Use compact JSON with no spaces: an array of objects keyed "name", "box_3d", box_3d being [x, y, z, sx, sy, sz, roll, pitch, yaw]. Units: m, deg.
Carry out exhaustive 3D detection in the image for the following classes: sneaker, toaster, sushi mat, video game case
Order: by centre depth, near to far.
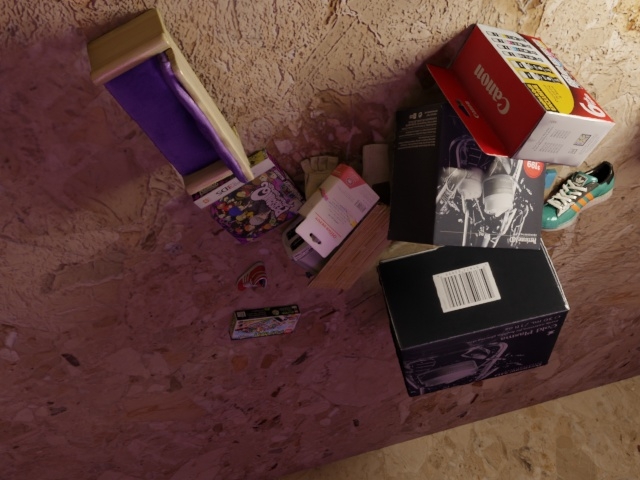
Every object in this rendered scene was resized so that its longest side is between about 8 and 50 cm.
[{"name":"video game case","box_3d":[-0.163,-0.099,1.584,0.210,0.042,0.232,-28,144,11]},{"name":"sushi mat","box_3d":[0.106,0.021,1.679,0.151,0.019,0.316,11,130,-41]},{"name":"toaster","box_3d":[0.000,0.000,1.725,0.227,0.129,0.146,-38,137,19]},{"name":"sneaker","box_3d":[-0.192,0.120,1.826,0.042,0.067,0.118,16,129,-40]},{"name":"sneaker","box_3d":[0.754,-0.140,1.944,0.302,0.108,0.121,-31,135,-17]}]

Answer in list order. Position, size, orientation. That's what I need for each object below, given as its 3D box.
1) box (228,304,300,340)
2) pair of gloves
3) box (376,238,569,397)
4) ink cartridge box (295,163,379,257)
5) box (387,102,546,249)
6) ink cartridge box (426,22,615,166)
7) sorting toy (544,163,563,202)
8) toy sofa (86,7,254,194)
[{"name":"box","box_3d":[-0.175,0.257,2.035,0.207,0.036,0.114,-4,141,-23]},{"name":"pair of gloves","box_3d":[0.073,-0.126,1.607,0.240,0.042,0.204,-15,110,-16]},{"name":"box","box_3d":[0.453,0.234,2.011,0.479,0.297,0.472,-14,151,3]},{"name":"ink cartridge box","box_3d":[0.030,-0.070,1.546,0.198,0.067,0.115,-48,116,-4]},{"name":"box","box_3d":[0.354,-0.141,1.547,0.343,0.179,0.313,2,93,-30]},{"name":"ink cartridge box","box_3d":[0.414,-0.313,1.383,0.271,0.309,0.130,1,138,-29]},{"name":"sorting toy","box_3d":[0.558,-0.139,1.906,0.307,0.041,0.229,-8,142,-18]},{"name":"toy sofa","box_3d":[-0.275,-0.233,1.244,0.150,0.177,0.362,-26,145,5]}]
